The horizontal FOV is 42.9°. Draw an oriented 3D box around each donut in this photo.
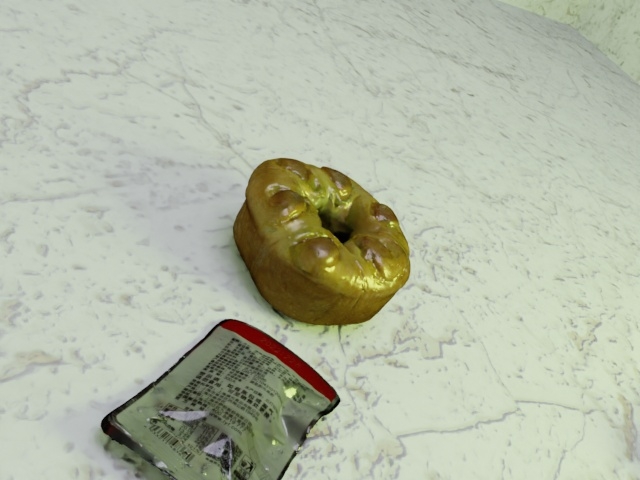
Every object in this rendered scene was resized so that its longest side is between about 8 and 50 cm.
[{"bbox_3d":[0.002,0.001,0.971,0.226,0.114,0.227,23,32,-15],"label":"donut"}]

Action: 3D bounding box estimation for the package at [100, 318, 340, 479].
[{"bbox_3d":[-0.078,0.157,0.759,0.154,0.030,0.239,36,31,8],"label":"package"}]
